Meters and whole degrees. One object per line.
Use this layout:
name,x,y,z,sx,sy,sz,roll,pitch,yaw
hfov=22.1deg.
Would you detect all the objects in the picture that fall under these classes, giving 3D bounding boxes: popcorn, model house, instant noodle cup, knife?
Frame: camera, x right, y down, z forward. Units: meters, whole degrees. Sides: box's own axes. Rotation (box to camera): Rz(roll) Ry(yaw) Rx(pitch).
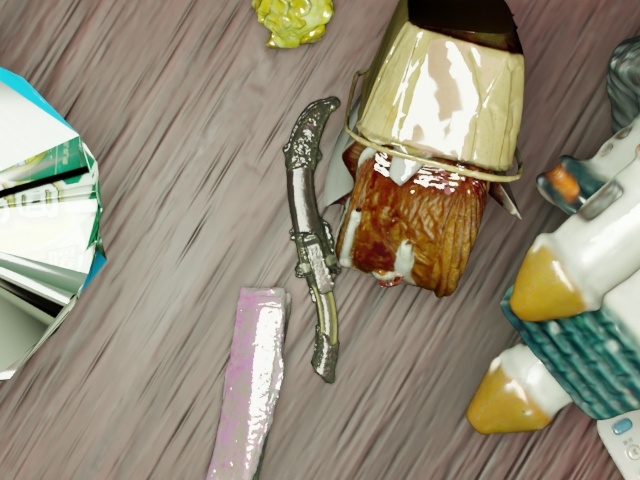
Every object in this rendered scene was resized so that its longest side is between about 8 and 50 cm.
popcorn,-0.026,-0.185,1.246,0.083,0.059,0.068,47,47,-10
model house,0.199,0.013,1.166,0.301,0.271,0.190,-41,101,8
instant noodle cup,-0.266,-0.009,1.164,0.240,0.178,0.240,0,89,-4
knife,-0.006,-0.001,1.261,0.045,0.021,0.222,0,88,-7

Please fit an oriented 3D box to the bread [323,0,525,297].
bread,0.082,-0.068,1.173,0.142,0.224,0.212,12,109,-1

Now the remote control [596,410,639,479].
remote control,0.294,0.221,1.268,0.073,0.044,0.229,-29,83,-7

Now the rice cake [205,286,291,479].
rice cake,-0.059,0.135,1.247,0.047,0.036,0.207,12,89,1
